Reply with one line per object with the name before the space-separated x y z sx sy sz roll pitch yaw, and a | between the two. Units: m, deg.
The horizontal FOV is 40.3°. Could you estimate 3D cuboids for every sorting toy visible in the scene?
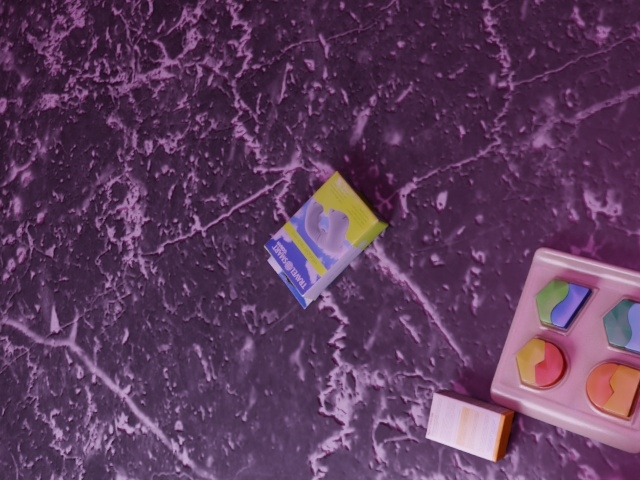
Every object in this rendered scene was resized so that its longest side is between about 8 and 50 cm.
sorting toy | 0.319 0.127 1.051 0.193 0.038 0.208 17 89 31

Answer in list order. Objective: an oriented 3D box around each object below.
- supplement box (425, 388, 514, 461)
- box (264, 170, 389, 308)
supplement box | 0.188 0.232 1.102 0.098 0.036 0.062 14 98 31
box | 0.000 0.000 1.259 0.178 0.042 0.109 -46 61 14
